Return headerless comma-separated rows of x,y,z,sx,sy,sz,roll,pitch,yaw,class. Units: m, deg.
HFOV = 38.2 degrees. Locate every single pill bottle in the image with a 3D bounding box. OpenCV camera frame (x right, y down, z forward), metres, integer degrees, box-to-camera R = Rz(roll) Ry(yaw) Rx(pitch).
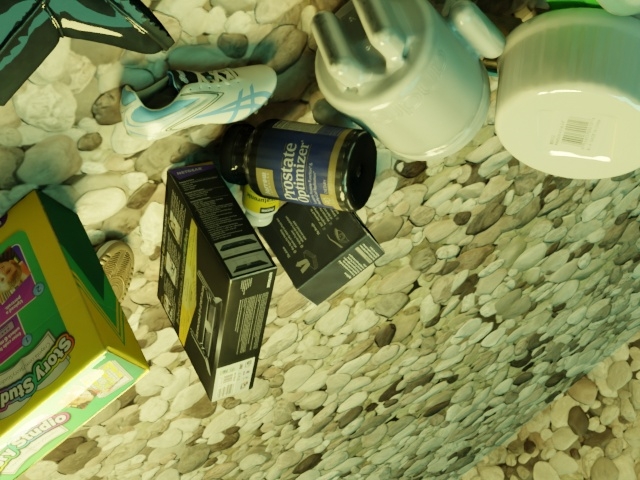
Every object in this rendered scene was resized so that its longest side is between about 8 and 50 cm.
-0.035,-0.116,1.378,0.123,0.219,0.123,-35,130,-57,pill bottle
-0.095,-0.080,1.517,0.065,0.065,0.116,-16,143,-25,pill bottle

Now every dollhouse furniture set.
0.324,-0.313,1.558,0.183,0.129,0.129,7,133,-13,dollhouse furniture set

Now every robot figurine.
0.128,-0.242,1.383,0.299,0.200,0.353,-29,150,24,robot figurine

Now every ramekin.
0.397,-0.210,1.406,0.277,0.135,0.277,13,155,6,ramekin

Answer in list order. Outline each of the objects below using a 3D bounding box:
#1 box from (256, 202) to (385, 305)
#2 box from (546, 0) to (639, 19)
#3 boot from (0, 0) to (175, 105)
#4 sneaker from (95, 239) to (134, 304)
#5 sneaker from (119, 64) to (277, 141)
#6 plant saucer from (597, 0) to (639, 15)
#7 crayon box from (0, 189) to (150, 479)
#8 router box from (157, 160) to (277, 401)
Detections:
0.000,0.000,1.614,0.158,0.156,0.093,-38,147,6,box
0.434,-0.432,1.377,0.262,0.126,0.231,34,73,-50,box
-0.323,-0.241,1.097,0.207,0.094,0.246,-46,138,10,boot
-0.419,0.109,1.466,0.282,0.153,0.099,-62,145,-13,sneaker
-0.164,-0.206,1.290,0.237,0.085,0.086,-22,137,-23,sneaker
0.452,-0.455,1.220,0.317,0.043,0.318,-21,123,-37,plant saucer
-0.452,0.160,1.289,0.363,0.313,0.106,-39,146,7,crayon box
-0.174,0.069,1.475,0.081,0.243,0.309,-15,142,-26,router box
